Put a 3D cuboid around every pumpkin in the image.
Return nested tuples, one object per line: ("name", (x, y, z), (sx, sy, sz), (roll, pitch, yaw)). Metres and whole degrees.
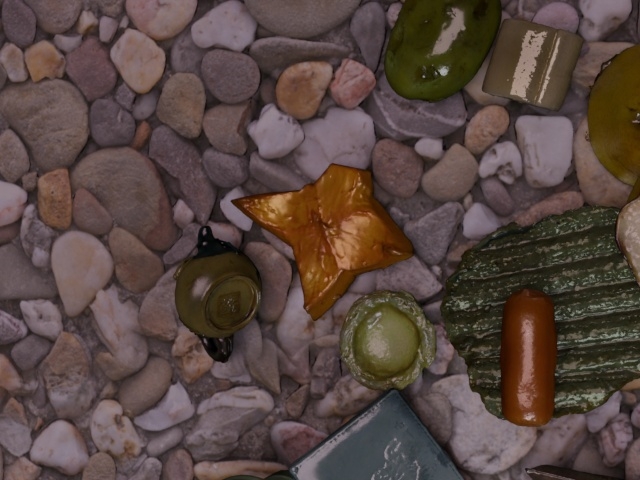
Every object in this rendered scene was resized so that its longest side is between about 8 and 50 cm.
("pumpkin", (0.008, -0.026, 1.905), (0.258, 0.095, 0.290), (-35, 76, 17))

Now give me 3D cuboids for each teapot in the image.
("teapot", (-0.212, 0.103, 1.949), (0.182, 0.173, 0.269), (32, 128, 49))

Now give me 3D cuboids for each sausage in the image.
("sausage", (0.357, 0.200, 1.725), (0.098, 0.098, 0.238), (1, 85, 17))

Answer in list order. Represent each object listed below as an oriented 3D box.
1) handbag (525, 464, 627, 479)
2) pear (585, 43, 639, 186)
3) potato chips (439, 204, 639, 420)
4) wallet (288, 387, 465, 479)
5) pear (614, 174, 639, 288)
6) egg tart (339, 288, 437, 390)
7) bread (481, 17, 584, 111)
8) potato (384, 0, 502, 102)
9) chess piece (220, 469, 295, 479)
("handbag", (0.486, 0.468, 1.732), (0.270, 0.117, 0.182), (8, 131, 17))
("pear", (0.575, -0.221, 1.699), (0.267, 0.178, 0.267), (0, 89, 12))
("potato chips", (0.427, 0.130, 1.788), (0.429, 0.070, 0.358), (-13, 83, 16))
("wallet", (0.123, 0.449, 1.814), (0.251, 0.054, 0.290), (-36, 87, -9))
("pear", (0.684, 0.001, 1.626), (0.386, 0.191, 0.340), (36, 113, 15))
("egg tart", (0.126, 0.184, 1.872), (0.197, 0.078, 0.197), (-1, 88, 19))
("bread", (0.375, -0.309, 1.782), (0.148, 0.134, 0.141), (21, 99, 25))
("potato", (0.219, -0.368, 1.827), (0.253, 0.148, 0.186), (-44, 61, 20))
("chess piece", (-0.099, 0.500, 1.814), (0.195, 0.299, 0.194), (-1, 88, 16))
